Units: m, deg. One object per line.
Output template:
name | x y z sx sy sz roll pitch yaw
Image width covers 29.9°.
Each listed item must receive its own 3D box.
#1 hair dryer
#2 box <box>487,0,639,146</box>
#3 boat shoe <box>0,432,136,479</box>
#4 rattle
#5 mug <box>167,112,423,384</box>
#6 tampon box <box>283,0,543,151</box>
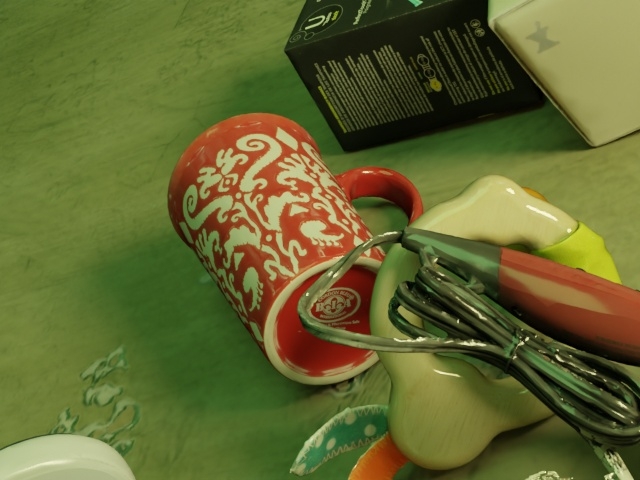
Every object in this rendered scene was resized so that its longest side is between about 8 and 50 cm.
hair dryer | 0.156 0.040 0.526 0.293 0.080 0.223 -18 59 -14
box | 0.205 -0.201 0.782 0.148 0.127 0.232 -25 37 32
boat shoe | -0.259 0.226 0.661 0.367 0.136 0.156 -47 32 -4
rattle | 0.063 0.058 0.659 0.199 0.130 0.143 -59 22 8
mug | -0.006 -0.005 0.755 0.150 0.113 0.169 -35 37 0
tampon box | 0.077 -0.154 0.879 0.161 0.101 0.120 -11 39 30
